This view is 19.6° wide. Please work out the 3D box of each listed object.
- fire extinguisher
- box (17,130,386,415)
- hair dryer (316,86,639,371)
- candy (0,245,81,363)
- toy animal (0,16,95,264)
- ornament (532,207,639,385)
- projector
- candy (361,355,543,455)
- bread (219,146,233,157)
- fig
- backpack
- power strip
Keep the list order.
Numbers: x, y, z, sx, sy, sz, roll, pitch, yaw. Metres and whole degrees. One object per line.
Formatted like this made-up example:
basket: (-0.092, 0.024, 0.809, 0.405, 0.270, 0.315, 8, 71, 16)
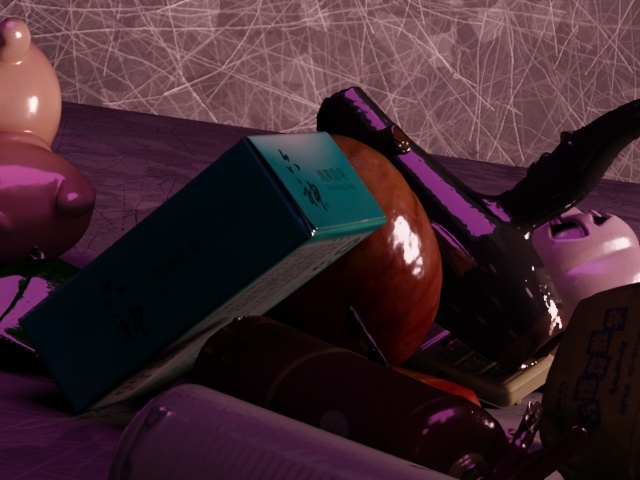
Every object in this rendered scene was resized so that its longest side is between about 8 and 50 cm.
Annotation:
fire extinguisher: (0.042, 0.122, 1.260, 0.105, 0.141, 0.341, 41, -13, -32)
box: (-0.088, 0.022, 1.404, 0.092, 0.245, 0.153, 56, 21, 11)
hair dryer: (0.197, -0.088, 1.653, 0.304, 0.359, 0.120, 54, 9, 17)
candy: (-0.228, 0.057, 1.555, 0.141, 0.078, 0.203, 12, 14, 12)
toy animal: (-0.380, -0.117, 1.920, 0.277, 0.247, 0.345, 5, 10, -17)
ornament: (0.229, 0.056, 1.768, 0.177, 0.177, 0.177, 10, 9, -2)
projector: (0.039, 0.172, 1.017, 0.337, 0.108, 0.108, 16, 11, 35)
candy: (0.043, 0.130, 1.446, 0.292, 0.059, 0.086, 14, 13, 25)
bread: (0.005, 0.002, 1.821, 0.179, 0.194, 0.340, 19, 13, 19)
fig: (-0.008, 0.015, 1.577, 0.235, 0.235, 0.214, 10, 30, 1)
backpack: (0.286, 0.123, 1.326, 0.253, 0.207, 0.140, 5, -18, 35)
power strip: (0.135, 0.107, 1.712, 0.076, 0.028, 0.169, -31, 33, -32)
